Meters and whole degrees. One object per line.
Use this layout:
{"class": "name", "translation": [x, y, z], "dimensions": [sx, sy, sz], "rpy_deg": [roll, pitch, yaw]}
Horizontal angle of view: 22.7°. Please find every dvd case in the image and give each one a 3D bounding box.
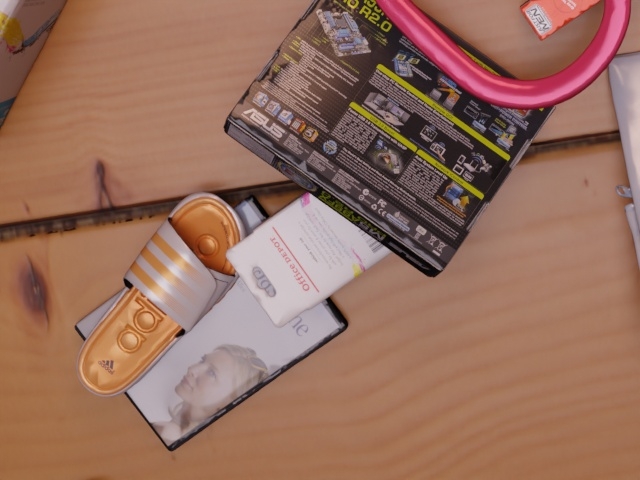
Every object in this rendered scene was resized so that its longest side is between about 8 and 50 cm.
{"class": "dvd case", "translation": [-0.121, 0.094, 1.754], "dimensions": [0.253, 0.022, 0.180], "rpy_deg": [-36, 94, 11]}

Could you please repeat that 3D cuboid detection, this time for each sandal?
{"class": "sandal", "translation": [-0.173, 0.072, 1.705], "dimensions": [0.102, 0.076, 0.265], "rpy_deg": [36, 103, -1]}

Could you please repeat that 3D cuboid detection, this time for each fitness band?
{"class": "fitness band", "translation": [0.171, -0.263, 1.574], "dimensions": [0.291, 0.054, 0.209], "rpy_deg": [45, 102, 8]}

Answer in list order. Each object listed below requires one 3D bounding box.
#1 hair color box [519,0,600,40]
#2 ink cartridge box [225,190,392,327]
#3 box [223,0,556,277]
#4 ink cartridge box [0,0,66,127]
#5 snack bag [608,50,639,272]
{"class": "hair color box", "translation": [0.271, -0.260, 1.616], "dimensions": [0.141, 0.072, 0.043], "rpy_deg": [-35, 94, 11]}
{"class": "ink cartridge box", "translation": [0.000, 0.000, 1.687], "dimensions": [0.181, 0.061, 0.104], "rpy_deg": [-35, 94, 0]}
{"class": "box", "translation": [0.070, -0.125, 1.631], "dimensions": [0.270, 0.060, 0.216], "rpy_deg": [35, 78, -1]}
{"class": "ink cartridge box", "translation": [-0.387, -0.253, 1.633], "dimensions": [0.198, 0.197, 0.270], "rpy_deg": [31, 103, 1]}
{"class": "snack bag", "translation": [0.462, -0.062, 1.599], "dimensions": [0.323, 0.037, 0.342], "rpy_deg": [-12, 76, 10]}
